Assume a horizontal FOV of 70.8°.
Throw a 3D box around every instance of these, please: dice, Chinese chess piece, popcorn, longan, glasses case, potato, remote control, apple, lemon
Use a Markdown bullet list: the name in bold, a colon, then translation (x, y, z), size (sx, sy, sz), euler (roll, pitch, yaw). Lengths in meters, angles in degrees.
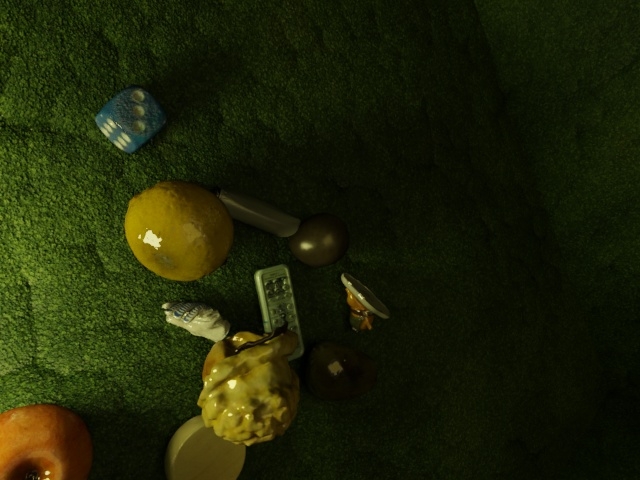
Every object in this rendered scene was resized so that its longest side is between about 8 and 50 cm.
- **dice**: translation (-0.533, -0.344, 1.283), size (0.146, 0.143, 0.146), euler (48, 61, -22)
- **Chinese chess piece**: translation (-0.355, 0.665, 1.395), size (0.250, 0.097, 0.251), euler (1, 89, -34)
- **popcorn**: translation (-0.193, 0.410, 1.352), size (0.349, 0.349, 0.382), euler (15, 107, -32)
- **longan**: translation (0.000, 0.000, 1.594), size (0.220, 0.196, 0.197), euler (-20, 99, -30)
- **glasses case**: translation (-0.224, -0.095, 1.501), size (0.308, 0.128, 0.083), euler (21, 102, -31)
- **potato**: translation (0.076, 0.481, 1.640), size (0.307, 0.173, 0.210), euler (18, 77, -29)
- **remote control**: translation (-0.145, 0.254, 1.565), size (0.128, 0.065, 0.335), euler (-13, 96, -31)
- **apple**: translation (-0.699, 0.549, 1.071), size (0.299, 0.275, 0.299), euler (6, 79, -33)
- **lemon**: translation (-0.394, -0.029, 1.283), size (0.297, 0.297, 0.297), euler (1, 88, -33)

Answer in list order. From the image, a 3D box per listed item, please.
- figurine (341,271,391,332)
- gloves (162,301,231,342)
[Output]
- **figurine**: translation (0.136, 0.253, 1.745), size (0.250, 0.166, 0.141), euler (44, 103, 2)
- **gloves**: translation (-0.384, 0.243, 1.394), size (0.119, 0.097, 0.229), euler (-41, 129, 21)
